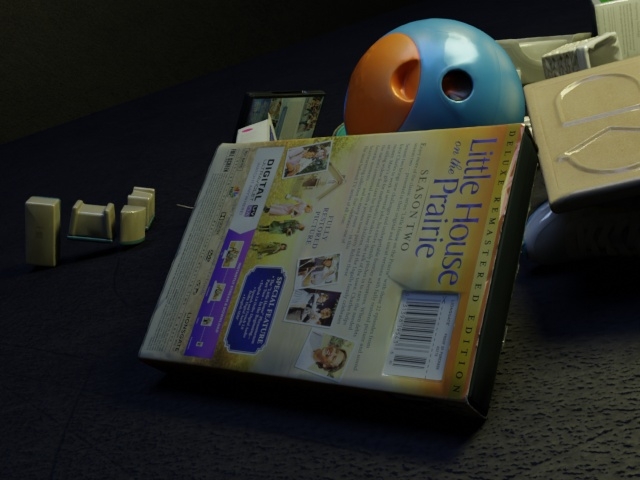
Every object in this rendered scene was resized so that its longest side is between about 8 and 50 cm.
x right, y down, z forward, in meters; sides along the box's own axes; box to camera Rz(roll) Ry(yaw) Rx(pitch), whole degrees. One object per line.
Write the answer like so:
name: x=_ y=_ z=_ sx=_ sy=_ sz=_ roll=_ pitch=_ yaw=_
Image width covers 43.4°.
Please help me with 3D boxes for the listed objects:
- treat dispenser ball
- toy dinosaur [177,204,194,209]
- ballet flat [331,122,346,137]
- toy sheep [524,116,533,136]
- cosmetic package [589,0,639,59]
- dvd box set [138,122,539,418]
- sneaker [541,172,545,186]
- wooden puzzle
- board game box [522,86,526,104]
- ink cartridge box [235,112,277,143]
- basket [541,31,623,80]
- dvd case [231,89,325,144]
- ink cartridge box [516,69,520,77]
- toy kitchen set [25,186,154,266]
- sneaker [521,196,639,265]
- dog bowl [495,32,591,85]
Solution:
treat dispenser ball: x=0.181 y=-0.207 z=1.289 sx=0.288 sy=0.288 sz=0.288 roll=-12 pitch=21 yaw=5
toy dinosaur: x=-0.169 y=-0.069 z=1.516 sx=0.183 sy=0.053 sz=0.093 roll=-17 pitch=5 yaw=-29
ballet flat: x=0.199 y=-0.206 z=1.551 sx=0.349 sy=0.123 sz=0.123 roll=-12 pitch=21 yaw=8
toy sheep: x=0.350 y=-0.169 z=1.373 sx=0.091 sy=0.091 sz=0.132 roll=-14 pitch=15 yaw=-1
cosmetic package: x=0.832 y=-0.523 z=1.878 sx=0.366 sy=0.155 sz=0.197 roll=-9 pitch=19 yaw=16
dvd box set: x=0.011 y=0.020 z=0.902 sx=0.420 sy=0.062 sz=0.307 roll=0 pitch=63 yaw=34
sneaker: x=0.463 y=-0.129 z=1.183 sx=0.275 sy=0.107 sz=0.110 roll=-14 pitch=30 yaw=-1
wooden puzzle: x=0.426 y=-0.140 z=0.974 sx=0.322 sy=0.080 sz=0.348 roll=-12 pitch=30 yaw=16
board game box: x=0.262 y=-0.287 z=1.785 sx=0.317 sy=0.046 sz=0.213 roll=7 pitch=30 yaw=43
ink cartridge box: x=-0.087 y=-0.081 z=1.292 sx=0.069 sy=0.175 sz=0.371 roll=-13 pitch=21 yaw=4
basket: x=0.485 y=-0.282 z=1.471 sx=0.113 sy=0.167 sz=0.103 roll=-29 pitch=19 yaw=-35
dvd case: x=-0.085 y=-0.195 z=1.515 sx=0.022 sy=0.180 sz=0.253 roll=27 pitch=23 yaw=24
ink cartridge box: x=0.315 y=-0.318 z=1.646 sx=0.109 sy=0.063 sz=0.150 roll=-10 pitch=15 yaw=-38
toy kitchen set: x=-0.429 y=-0.030 z=1.518 sx=0.207 sy=0.122 sz=0.166 roll=6 pitch=20 yaw=-5
sneaker: x=0.360 y=-0.019 z=0.979 sx=0.229 sy=0.087 sz=0.092 roll=-15 pitch=23 yaw=2
dog bowl: x=0.434 y=-0.407 z=1.826 sx=0.349 sy=0.102 sz=0.349 roll=-4 pitch=14 yaw=1
